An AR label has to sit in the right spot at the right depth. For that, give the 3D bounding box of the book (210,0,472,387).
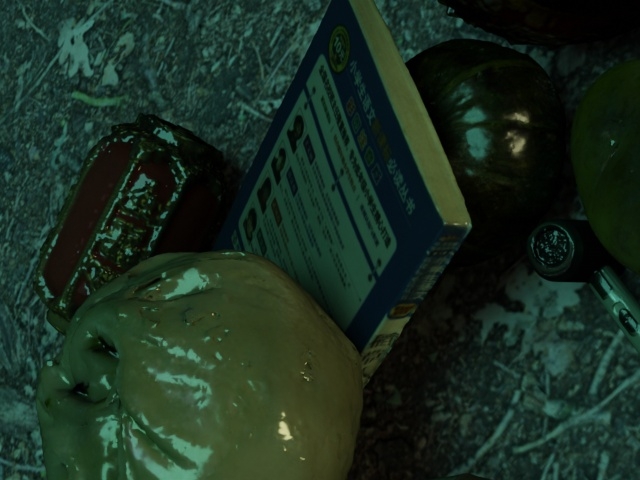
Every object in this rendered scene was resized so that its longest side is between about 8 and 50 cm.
[{"bbox_3d":[0.000,0.000,1.417,0.428,0.039,0.300,-60,40,46],"label":"book"}]

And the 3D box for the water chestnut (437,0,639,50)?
[{"bbox_3d":[0.227,-0.348,1.318,0.350,0.350,0.302,-39,20,24],"label":"water chestnut"}]

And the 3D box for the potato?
[{"bbox_3d":[0.302,-0.056,1.233,0.169,0.143,0.248,-49,41,22],"label":"potato"}]

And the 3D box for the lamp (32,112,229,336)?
[{"bbox_3d":[-0.216,-0.007,1.654,0.177,0.177,0.274,33,99,43],"label":"lamp"}]

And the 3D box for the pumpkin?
[{"bbox_3d":[0.136,-0.083,1.376,0.223,0.157,0.224,-12,75,54],"label":"pumpkin"}]

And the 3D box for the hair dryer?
[{"bbox_3d":[0.266,0.061,1.264,0.057,0.100,0.198,-49,64,27],"label":"hair dryer"}]

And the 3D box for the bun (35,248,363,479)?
[{"bbox_3d":[-0.122,0.171,1.295,0.326,0.234,0.362,-2,60,47],"label":"bun"}]

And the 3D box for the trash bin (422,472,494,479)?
[{"bbox_3d":[0.027,0.340,1.315,0.343,0.158,0.223,-12,67,39],"label":"trash bin"}]
